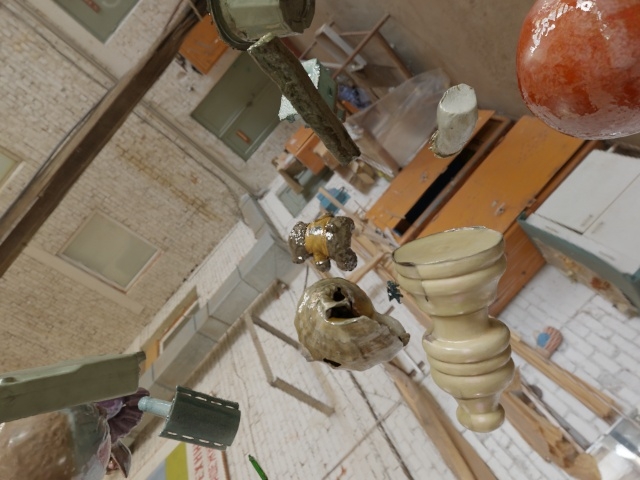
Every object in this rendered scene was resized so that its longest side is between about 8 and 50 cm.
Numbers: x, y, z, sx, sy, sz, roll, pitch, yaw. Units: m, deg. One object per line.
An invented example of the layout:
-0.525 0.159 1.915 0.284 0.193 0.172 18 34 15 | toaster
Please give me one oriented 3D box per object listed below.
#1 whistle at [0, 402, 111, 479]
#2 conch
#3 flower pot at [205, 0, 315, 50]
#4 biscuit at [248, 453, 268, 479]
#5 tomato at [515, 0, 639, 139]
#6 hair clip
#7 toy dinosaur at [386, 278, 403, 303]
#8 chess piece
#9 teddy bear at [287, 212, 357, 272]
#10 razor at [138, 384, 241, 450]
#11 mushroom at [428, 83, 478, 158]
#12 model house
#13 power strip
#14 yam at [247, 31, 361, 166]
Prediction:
-0.337 0.339 0.569 0.189 0.189 0.348 -107 -3 -81 | whistle
0.061 0.194 0.937 0.263 0.186 0.324 17 -176 10 | conch
-0.171 -0.737 1.347 0.259 0.291 0.290 17 171 30 | flower pot
-0.167 0.627 1.189 0.089 0.016 0.046 55 164 4 | biscuit
0.341 -0.226 0.520 0.208 0.208 0.184 42 167 0 | tomato
-0.421 0.378 0.868 0.069 0.301 0.173 24 -145 33 | hair clip
0.229 0.159 1.337 0.030 0.047 0.083 -57 -46 -79 | toy dinosaur
0.212 0.144 0.621 0.124 0.138 0.307 -119 10 -74 | chess piece
0.000 0.000 1.200 0.140 0.190 0.177 41 -134 -57 | teddy bear
-0.229 0.260 0.669 0.106 0.068 0.232 33 150 -33 | razor
0.274 -0.229 0.902 0.223 0.081 0.092 53 -159 -73 | mushroom
-0.004 -0.333 1.054 0.119 0.148 0.148 -5 160 42 | model house
-0.317 0.152 0.419 0.285 0.080 0.048 3 -103 -48 | power strip
-0.019 -0.240 0.770 0.274 0.061 0.061 48 -179 -29 | yam
